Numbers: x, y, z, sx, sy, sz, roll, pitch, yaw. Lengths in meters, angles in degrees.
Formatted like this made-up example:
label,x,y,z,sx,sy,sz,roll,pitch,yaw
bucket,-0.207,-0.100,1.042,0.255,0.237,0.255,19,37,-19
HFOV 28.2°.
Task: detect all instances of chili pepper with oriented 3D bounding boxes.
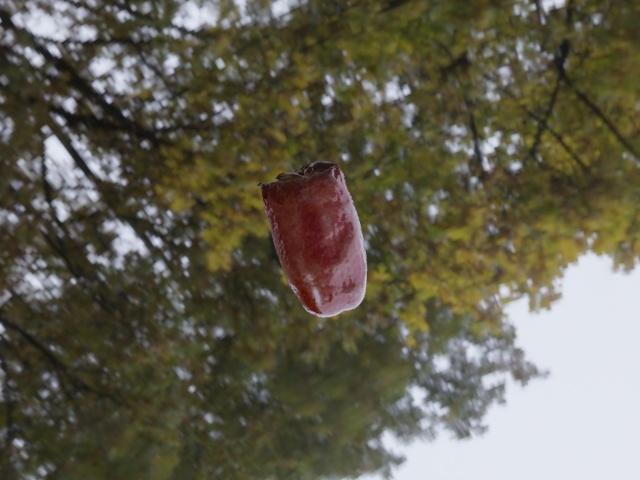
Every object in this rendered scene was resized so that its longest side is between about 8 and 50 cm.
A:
label,x,y,z,sx,sy,sz,roll,pitch,yaw
chili pepper,0.000,0.000,1.061,0.070,0.123,0.073,-11,-165,18
